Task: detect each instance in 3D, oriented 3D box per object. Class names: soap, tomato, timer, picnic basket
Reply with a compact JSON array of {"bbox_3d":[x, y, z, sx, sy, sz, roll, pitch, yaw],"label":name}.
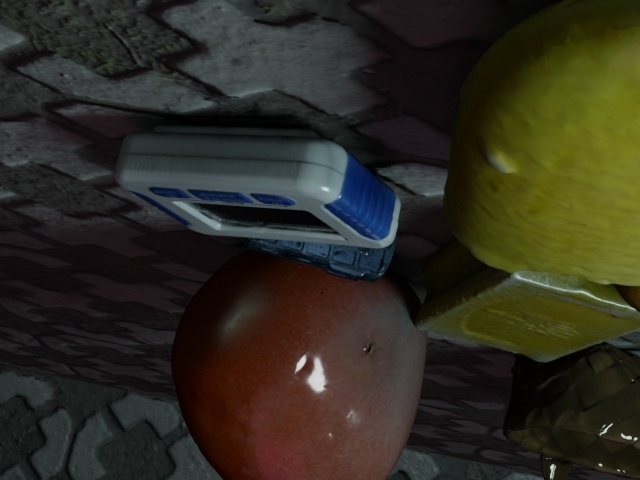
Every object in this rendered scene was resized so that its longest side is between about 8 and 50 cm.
[{"bbox_3d":[0.247,-0.066,0.897,0.306,0.115,0.427,16,163,0],"label":"soap"},{"bbox_3d":[-0.012,0.167,1.508,0.272,0.341,0.341,-19,147,39],"label":"tomato"},{"bbox_3d":[-0.060,-0.057,1.217,0.253,0.078,0.178,4,164,29],"label":"timer"},{"bbox_3d":[0.415,0.334,1.759,0.337,0.337,0.293,19,163,-22],"label":"picnic basket"},{"bbox_3d":[0.238,0.053,1.351,0.199,0.091,0.315,17,163,-11],"label":"soap"}]

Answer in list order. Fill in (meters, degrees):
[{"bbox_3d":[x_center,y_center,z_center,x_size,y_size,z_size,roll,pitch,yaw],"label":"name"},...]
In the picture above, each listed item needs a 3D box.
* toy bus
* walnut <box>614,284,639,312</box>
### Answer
[{"bbox_3d":[0.000,0.000,1.383,0.165,0.065,0.047,16,162,-8],"label":"toy bus"},{"bbox_3d":[0.375,0.033,1.161,0.207,0.116,0.116,4,164,-2],"label":"walnut"}]
